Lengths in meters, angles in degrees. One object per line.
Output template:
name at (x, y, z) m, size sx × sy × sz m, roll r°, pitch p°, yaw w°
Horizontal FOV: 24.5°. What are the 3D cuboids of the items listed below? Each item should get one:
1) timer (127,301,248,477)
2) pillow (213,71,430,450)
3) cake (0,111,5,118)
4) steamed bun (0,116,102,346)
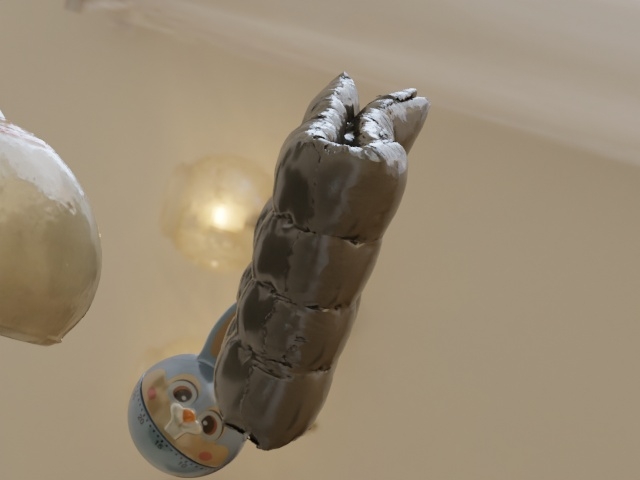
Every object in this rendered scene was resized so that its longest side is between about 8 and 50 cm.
timer at (-0.140, 0.199, 1.841) m, size 0.255 × 0.175 × 0.175 m, roll -42°, pitch 12°, yaw 45°
pillow at (0.000, 0.000, 1.127) m, size 0.326 × 0.101 × 0.228 m, roll -60°, pitch -12°, yaw -76°
cake at (-0.516, -0.133, 1.843) m, size 0.178 × 0.185 × 0.208 m, roll -46°, pitch 21°, yaw 8°
steamed bun at (-0.259, -0.022, 1.025) m, size 0.232 × 0.232 × 0.145 m, roll 34°, pitch -108°, yaw -75°
